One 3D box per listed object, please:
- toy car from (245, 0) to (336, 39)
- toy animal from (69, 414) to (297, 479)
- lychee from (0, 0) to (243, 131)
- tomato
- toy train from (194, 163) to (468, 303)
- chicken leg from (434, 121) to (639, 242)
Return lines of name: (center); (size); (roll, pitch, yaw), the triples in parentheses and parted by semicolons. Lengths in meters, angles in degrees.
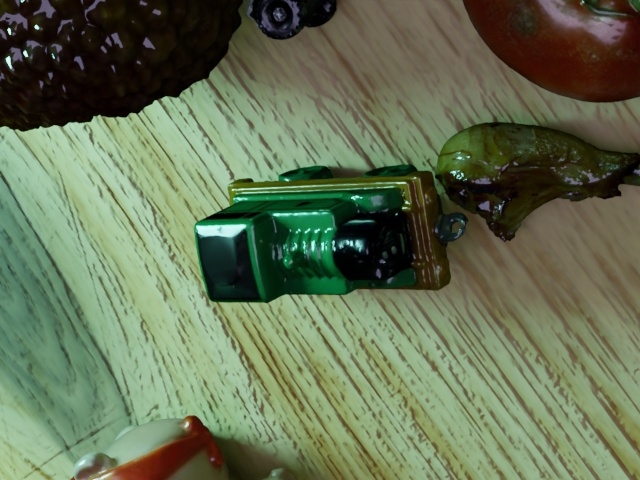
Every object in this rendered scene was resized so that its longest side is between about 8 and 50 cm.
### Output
toy car: (0.002, -0.227, 1.111); (0.070, 0.080, 0.171); (38, 116, 7)
toy animal: (-0.113, 0.229, 1.259); (0.197, 0.171, 0.171); (24, 114, 11)
lychee: (-0.188, -0.208, 1.101); (0.267, 0.267, 0.267); (6, 108, 20)
tomato: (0.192, -0.202, 1.045); (0.225, 0.085, 0.225); (6, 105, 22)
toy train: (0.000, 0.000, 1.145); (0.227, 0.136, 0.091); (1, 107, 38)
chicken leg: (0.172, -0.043, 1.115); (0.178, 0.070, 0.093); (-2, 111, 12)
